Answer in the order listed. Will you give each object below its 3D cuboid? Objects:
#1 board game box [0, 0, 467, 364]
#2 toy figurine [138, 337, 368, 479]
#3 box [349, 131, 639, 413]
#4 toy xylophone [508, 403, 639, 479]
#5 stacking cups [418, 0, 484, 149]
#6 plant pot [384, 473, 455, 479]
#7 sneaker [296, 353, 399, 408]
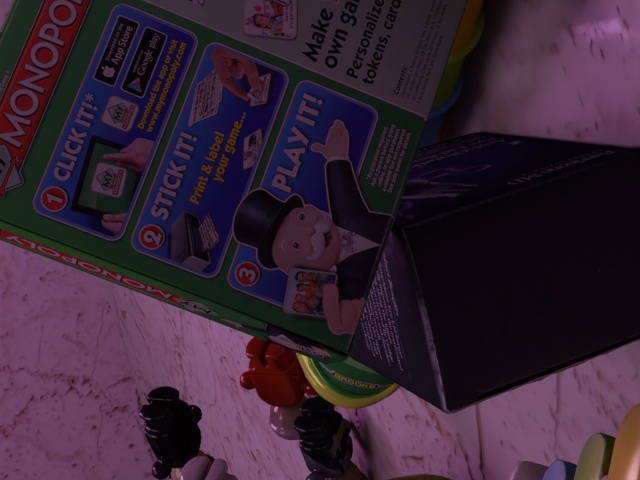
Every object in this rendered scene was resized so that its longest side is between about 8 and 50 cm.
[{"bbox_3d":[-0.037,-0.122,0.662,0.046,0.214,0.317,140,151,-73],"label":"board game box"},{"bbox_3d":[-0.072,0.231,1.406,0.209,0.213,0.148,45,158,51],"label":"toy figurine"},{"bbox_3d":[0.087,0.009,0.777,0.207,0.153,0.108,-163,57,-68],"label":"box"},{"bbox_3d":[0.172,0.195,0.675,0.322,0.081,0.236,124,164,-63],"label":"toy xylophone"},{"bbox_3d":[0.059,-0.097,0.886,0.316,0.096,0.096,92,154,-60],"label":"stacking cups"},{"bbox_3d":[0.051,0.325,1.092,0.276,0.276,0.254,65,151,21],"label":"plant pot"},{"bbox_3d":[0.000,0.000,1.124,0.123,0.109,0.295,-32,88,44],"label":"sneaker"}]
